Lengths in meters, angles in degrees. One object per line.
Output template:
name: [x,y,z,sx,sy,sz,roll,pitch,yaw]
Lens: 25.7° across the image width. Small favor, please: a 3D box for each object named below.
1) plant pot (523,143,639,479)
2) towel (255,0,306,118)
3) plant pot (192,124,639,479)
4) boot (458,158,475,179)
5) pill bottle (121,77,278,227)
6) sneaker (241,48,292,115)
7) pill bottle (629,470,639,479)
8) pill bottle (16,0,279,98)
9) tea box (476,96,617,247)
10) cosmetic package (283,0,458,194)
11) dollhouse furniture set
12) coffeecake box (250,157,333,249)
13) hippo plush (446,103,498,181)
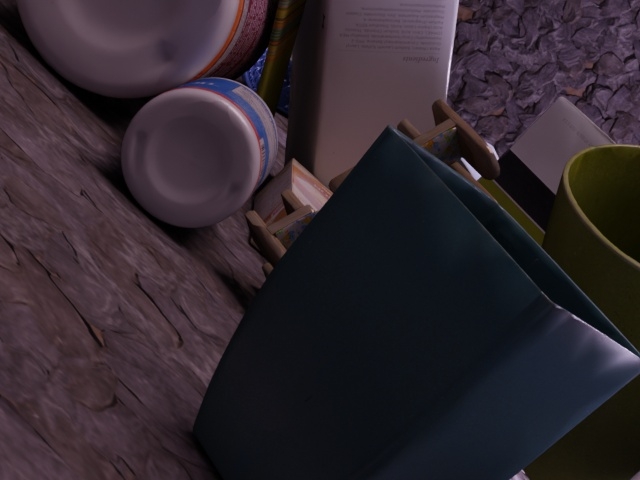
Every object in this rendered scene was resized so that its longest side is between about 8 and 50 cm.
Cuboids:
plant pot: [0.297,0.108,1.293,0.275,0.293,0.274,15,30,-9]
towel: [-0.058,-0.188,1.583,0.021,0.237,0.102,20,25,8]
plant pot: [0.047,0.086,0.893,0.166,0.234,0.165,28,19,-53]
boot: [0.181,-0.058,1.878,0.236,0.085,0.178,64,1,13]
pill bottle: [-0.105,-0.088,1.311,0.124,0.124,0.221,43,10,-4]
sneaker: [-0.080,-0.262,2.218,0.090,0.081,0.232,46,4,30]
pill bottle: [0.344,0.341,1.125,0.334,0.188,0.188,46,11,18]
pill bottle: [-0.164,-0.269,1.525,0.224,0.224,0.392,44,10,1]
tea box: [0.275,0.059,1.593,0.220,0.323,0.329,50,12,26]
cosmetic package: [0.055,-0.205,1.647,0.156,0.384,0.217,2,21,-11]
dollhouse furniture set: [0.081,0.039,1.289,0.161,0.212,0.242,50,-15,38]
coffeecake box: [0.000,0.000,1.505,0.142,0.068,0.185,42,11,-12]
hippo plush: [0.103,-0.128,2.169,0.237,0.234,0.294,13,-30,42]
